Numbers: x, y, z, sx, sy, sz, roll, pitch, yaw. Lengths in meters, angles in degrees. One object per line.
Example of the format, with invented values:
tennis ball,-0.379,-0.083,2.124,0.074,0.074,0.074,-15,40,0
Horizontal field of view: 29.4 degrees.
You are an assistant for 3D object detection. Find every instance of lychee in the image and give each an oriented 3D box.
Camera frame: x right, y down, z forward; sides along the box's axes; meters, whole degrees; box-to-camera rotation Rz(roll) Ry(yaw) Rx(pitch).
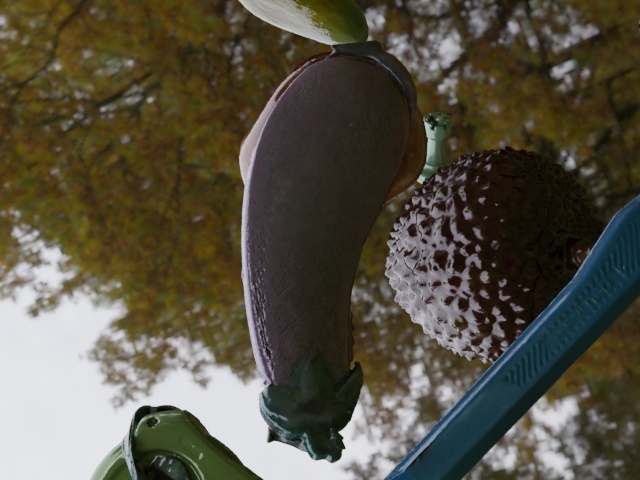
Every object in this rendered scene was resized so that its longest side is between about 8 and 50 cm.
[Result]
lychee,0.219,0.021,1.490,0.276,0.304,0.275,-1,-89,-40

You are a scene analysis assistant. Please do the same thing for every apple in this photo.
apple,0.020,-0.124,1.663,0.253,0.253,0.253,39,-140,-43

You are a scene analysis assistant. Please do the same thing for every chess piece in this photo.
chess piece,0.174,-0.140,1.841,0.067,0.067,0.103,-70,-15,-51

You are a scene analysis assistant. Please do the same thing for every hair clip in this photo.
hair clip,-0.002,0.000,1.017,0.095,0.110,0.358,17,-102,-56

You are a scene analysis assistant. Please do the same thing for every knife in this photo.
knife,0.135,0.047,0.682,0.044,0.296,0.026,44,171,13

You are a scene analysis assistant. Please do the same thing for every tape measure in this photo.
tape measure,-0.129,0.242,1.082,0.200,0.175,0.106,38,169,31

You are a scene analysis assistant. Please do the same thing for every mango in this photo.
mango,-0.032,-0.377,1.887,0.137,0.237,0.091,100,-169,-74

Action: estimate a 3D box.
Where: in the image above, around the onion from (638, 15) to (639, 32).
onion,0.433,-0.261,1.442,0.104,0.115,0.115,20,-130,-23
